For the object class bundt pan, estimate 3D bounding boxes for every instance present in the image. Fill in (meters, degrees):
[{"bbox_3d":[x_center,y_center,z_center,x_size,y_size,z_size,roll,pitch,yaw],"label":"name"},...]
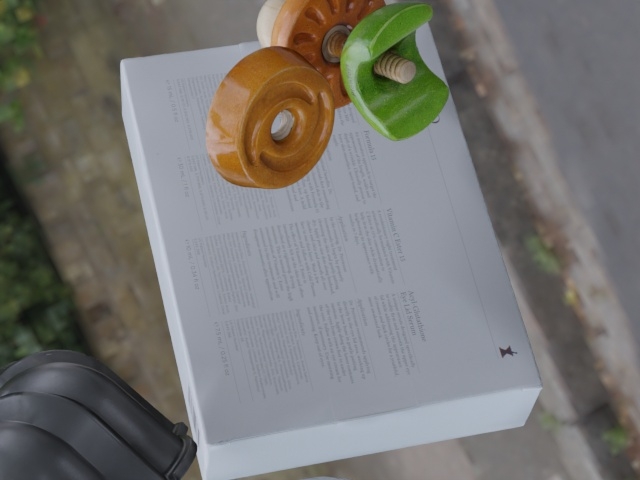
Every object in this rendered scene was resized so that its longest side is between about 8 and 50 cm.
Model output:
[{"bbox_3d":[-0.249,0.196,1.289,0.124,0.331,0.331,52,166,-11],"label":"bundt pan"}]

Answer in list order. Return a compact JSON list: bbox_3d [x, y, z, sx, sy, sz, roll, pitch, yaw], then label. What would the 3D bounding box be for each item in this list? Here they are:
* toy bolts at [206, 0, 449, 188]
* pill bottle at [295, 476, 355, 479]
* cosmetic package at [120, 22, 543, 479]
[{"bbox_3d":[-0.039,-0.169,1.318,0.158,0.218,0.228,26,139,42],"label":"toy bolts"},{"bbox_3d":[-0.037,0.273,0.914,0.176,0.176,0.318,51,127,36],"label":"pill bottle"},{"bbox_3d":[0.000,0.000,1.610,0.097,0.285,0.377,98,160,-61],"label":"cosmetic package"}]
